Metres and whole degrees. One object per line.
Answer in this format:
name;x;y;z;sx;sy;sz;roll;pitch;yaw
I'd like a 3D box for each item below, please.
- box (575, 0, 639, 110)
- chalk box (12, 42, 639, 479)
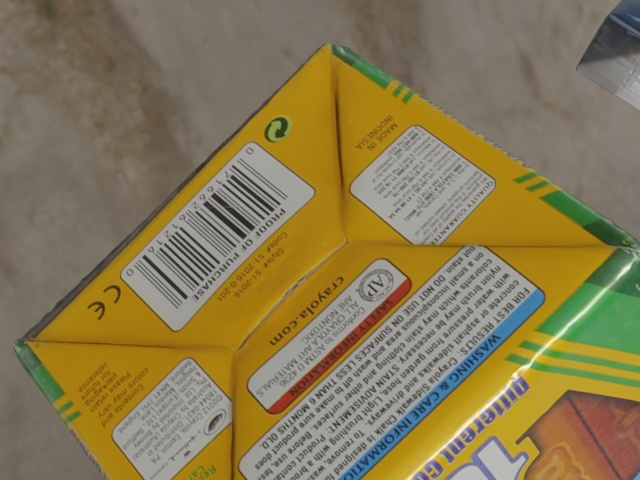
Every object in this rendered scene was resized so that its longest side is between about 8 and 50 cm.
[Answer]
box;0.324;-0.146;1.147;0.183;0.056;0.231;34;35;9
chalk box;0.052;0.098;0.586;0.179;0.180;0.289;41;-6;45
